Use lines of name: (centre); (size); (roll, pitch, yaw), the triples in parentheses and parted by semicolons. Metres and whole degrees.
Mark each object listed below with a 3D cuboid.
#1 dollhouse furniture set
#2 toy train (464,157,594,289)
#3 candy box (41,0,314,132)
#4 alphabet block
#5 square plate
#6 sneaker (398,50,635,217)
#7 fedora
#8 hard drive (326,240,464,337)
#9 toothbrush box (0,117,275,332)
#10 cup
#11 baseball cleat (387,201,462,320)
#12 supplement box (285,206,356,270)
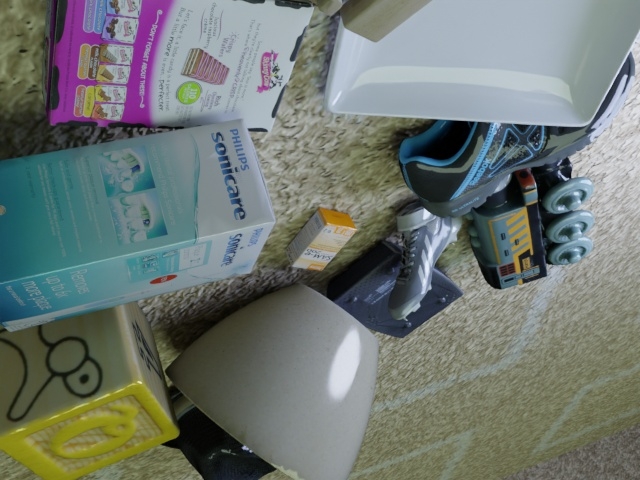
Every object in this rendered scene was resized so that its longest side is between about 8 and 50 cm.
dollhouse furniture set: (0.040, -0.294, 0.611); (0.151, 0.123, 0.144); (8, 153, -44)
toy train: (0.334, -0.040, 1.090); (0.190, 0.142, 0.334); (-21, 145, 9)
candy box: (-0.142, -0.190, 0.651); (0.233, 0.071, 0.159); (-2, 139, -29)
alphabet block: (-0.323, 0.183, 0.903); (0.192, 0.197, 0.193); (-21, 145, -6)
square plate: (0.194, -0.274, 0.710); (0.347, 0.049, 0.344); (1, 138, -9)
sneaker: (0.261, -0.162, 0.893); (0.341, 0.125, 0.139); (-38, 139, 13)
fedora: (-0.166, 0.383, 1.294); (0.334, 0.152, 0.334); (-17, 144, -13)
hard drive: (0.134, 0.090, 1.191); (0.172, 0.054, 0.255); (-40, 141, 19)
toothbrush box: (-0.218, -0.011, 0.727); (0.295, 0.126, 0.216); (-14, 167, -18)
cup: (-0.041, 0.209, 1.054); (0.237, 0.331, 0.331); (-53, 145, -10)
baseball cleat: (0.142, 0.018, 1.045); (0.109, 0.072, 0.206); (38, 72, -24)
supplement box: (0.000, 0.000, 1.010); (0.062, 0.036, 0.098); (11, 131, -39)
